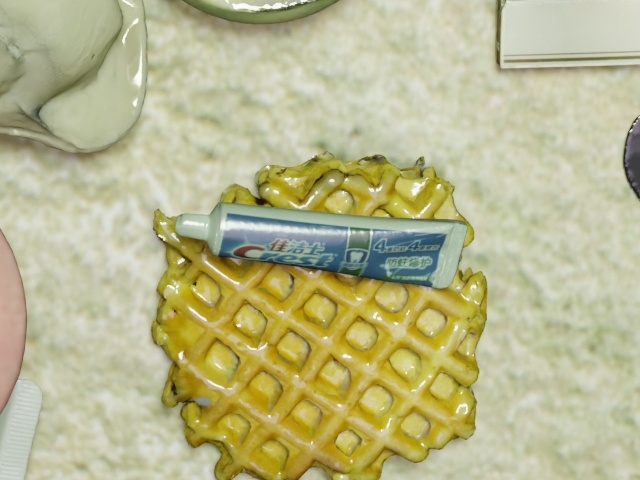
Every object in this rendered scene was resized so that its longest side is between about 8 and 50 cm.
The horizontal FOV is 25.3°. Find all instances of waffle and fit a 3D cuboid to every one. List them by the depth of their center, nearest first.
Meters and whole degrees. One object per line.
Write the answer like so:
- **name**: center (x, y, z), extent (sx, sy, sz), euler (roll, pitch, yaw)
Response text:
- **waffle**: center (0.001, 0.062, 1.026), extent (0.245, 0.052, 0.254), euler (-8, 106, -1)

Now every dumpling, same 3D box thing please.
- **dumpling**: center (-0.227, -0.205, 0.894), extent (0.318, 0.187, 0.243), euler (42, 57, -45)

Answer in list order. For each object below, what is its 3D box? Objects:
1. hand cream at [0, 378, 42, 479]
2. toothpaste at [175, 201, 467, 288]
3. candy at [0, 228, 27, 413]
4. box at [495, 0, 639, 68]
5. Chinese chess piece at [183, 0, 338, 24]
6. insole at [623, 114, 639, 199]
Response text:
- **hand cream**: center (-0.389, 0.156, 0.998), extent (0.359, 0.118, 0.185), euler (11, 97, -15)
- **toothpaste**: center (0.000, 0.000, 0.964), extent (0.197, 0.035, 0.057), euler (7, 121, -9)
- **candy**: center (-0.322, 0.059, 0.929), extent (0.255, 0.094, 0.255), euler (3, 80, -19)
- **box**: center (0.176, -0.219, 0.975), extent (0.109, 0.029, 0.198), euler (-2, 104, -4)
- **Chinese chess piece**: center (-0.039, -0.236, 0.929), extent (0.188, 0.083, 0.188), euler (0, 102, -2)
- **insole**: center (0.377, -0.007, 1.058), extent (0.348, 0.009, 0.119), euler (23, 103, -10)
